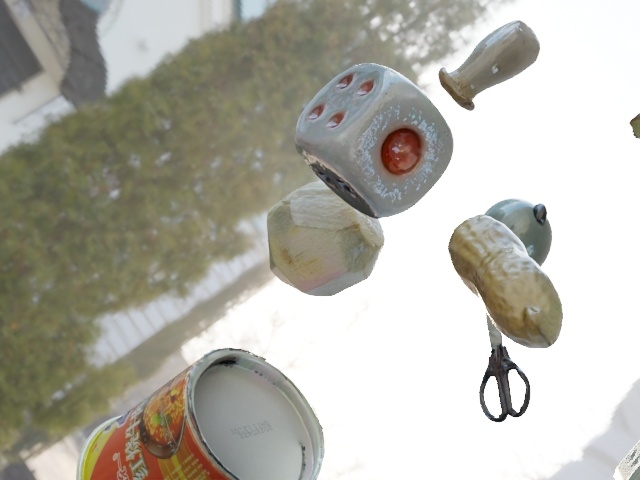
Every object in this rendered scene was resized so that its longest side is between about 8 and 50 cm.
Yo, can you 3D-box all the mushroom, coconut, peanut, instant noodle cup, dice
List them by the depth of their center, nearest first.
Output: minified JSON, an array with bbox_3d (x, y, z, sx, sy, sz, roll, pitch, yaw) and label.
[{"bbox_3d":[-0.107,0.219,1.083,0.174,0.213,0.213,-44,-102,32],"label":"instant noodle cup"},{"bbox_3d":[0.252,0.054,1.491,0.117,0.101,0.263,36,12,-28],"label":"peanut"},{"bbox_3d":[0.087,-0.163,1.803,0.194,0.193,0.192,45,-9,-32],"label":"dice"},{"bbox_3d":[0.309,-0.319,1.997,0.088,0.212,0.097,34,-20,45],"label":"mushroom"},{"bbox_3d":[0.000,0.000,2.171,0.237,0.237,0.197,58,25,-12],"label":"coconut"}]

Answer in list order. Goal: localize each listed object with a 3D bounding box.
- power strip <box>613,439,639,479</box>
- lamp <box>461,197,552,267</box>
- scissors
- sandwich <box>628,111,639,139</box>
[{"bbox_3d":[0.587,0.399,1.710,0.224,0.139,0.140,39,6,7],"label":"power strip"},{"bbox_3d":[0.427,-0.003,2.546,0.198,0.197,0.244,59,-15,-14],"label":"lamp"},{"bbox_3d":[0.327,0.188,2.048,0.022,0.109,0.300,19,56,-43],"label":"scissors"},{"bbox_3d":[0.597,-0.194,1.767,0.244,0.088,0.090,165,-94,-76],"label":"sandwich"}]
